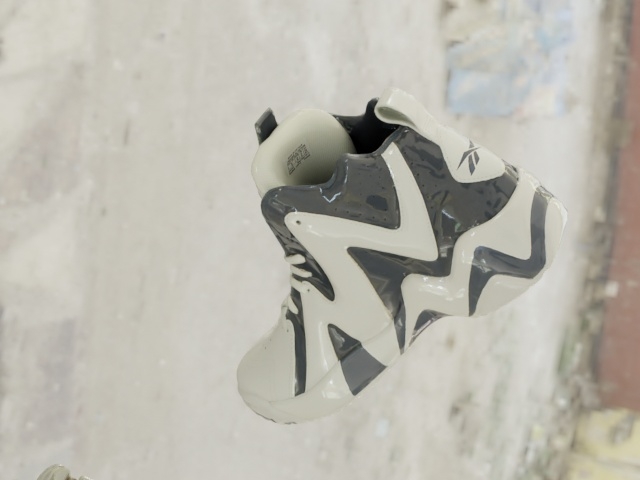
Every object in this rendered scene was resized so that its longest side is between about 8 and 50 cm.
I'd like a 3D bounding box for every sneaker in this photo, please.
[{"bbox_3d":[0.000,0.000,0.830,0.153,0.235,0.094,43,45,-16],"label":"sneaker"}]

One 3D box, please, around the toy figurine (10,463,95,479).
[{"bbox_3d":[-0.225,0.279,1.085,0.213,0.210,0.148,-16,155,-19],"label":"toy figurine"}]
